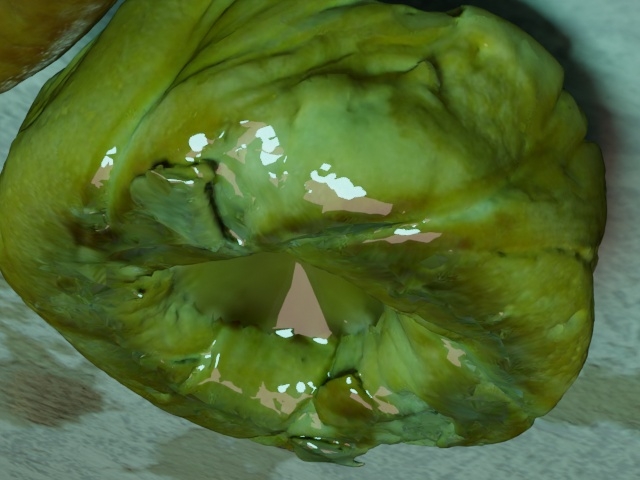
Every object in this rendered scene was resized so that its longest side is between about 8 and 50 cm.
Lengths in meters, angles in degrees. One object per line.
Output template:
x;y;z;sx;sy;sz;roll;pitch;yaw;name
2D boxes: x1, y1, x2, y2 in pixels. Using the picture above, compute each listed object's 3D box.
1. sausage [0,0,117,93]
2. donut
-0.162;-0.142;0.643;0.109;0.109;0.270;32;146;-25;sausage
0.000;0.000;0.719;0.360;0.170;0.360;9;148;6;donut
